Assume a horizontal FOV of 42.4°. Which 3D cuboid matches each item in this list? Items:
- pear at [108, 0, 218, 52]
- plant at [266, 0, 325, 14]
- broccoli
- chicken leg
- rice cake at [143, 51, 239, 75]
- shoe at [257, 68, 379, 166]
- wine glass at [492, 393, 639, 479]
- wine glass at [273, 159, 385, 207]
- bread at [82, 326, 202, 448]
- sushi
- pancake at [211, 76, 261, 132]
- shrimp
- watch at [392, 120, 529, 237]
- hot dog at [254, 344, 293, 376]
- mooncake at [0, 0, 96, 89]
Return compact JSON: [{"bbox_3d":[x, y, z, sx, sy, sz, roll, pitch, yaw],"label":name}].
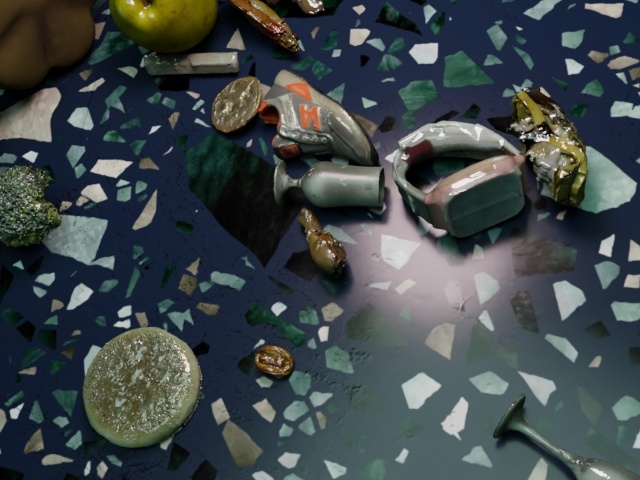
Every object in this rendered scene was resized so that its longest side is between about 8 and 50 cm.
[{"bbox_3d":[-0.377,-0.579,2.014,0.252,0.307,0.253,1,99,5],"label":"pear"},{"bbox_3d":[-0.100,-0.694,2.054,0.178,0.204,0.234,-22,55,7],"label":"plant"},{"bbox_3d":[-0.692,-0.080,1.913,0.226,0.176,0.198,13,86,10],"label":"broccoli"},{"bbox_3d":[-0.002,0.002,1.754,0.069,0.085,0.198,-46,46,17],"label":"chicken leg"},{"bbox_3d":[-0.320,-0.443,2.058,0.256,0.057,0.052,1,64,15],"label":"rice cake"},{"bbox_3d":[-0.027,-0.241,1.852,0.171,0.132,0.336,-46,61,-4],"label":"shoe"},{"bbox_3d":[0.402,0.458,1.413,0.309,0.096,0.264,35,75,25],"label":"wine glass"},{"bbox_3d":[0.022,-0.120,1.789,0.231,0.103,0.103,5,66,13],"label":"wine glass"},{"bbox_3d":[-0.377,0.303,1.722,0.267,0.040,0.267,-6,63,11],"label":"bread"},{"bbox_3d":[0.469,-0.182,1.693,0.131,0.139,0.291,-19,49,-2],"label":"sushi"},{"bbox_3d":[-0.198,-0.325,1.971,0.158,0.028,0.158,-18,55,27],"label":"pancake"},{"bbox_3d":[-0.153,-0.552,2.026,0.294,0.154,0.062,40,107,20],"label":"shrimp"},{"bbox_3d":[0.281,-0.144,1.723,0.253,0.162,0.241,-22,49,2],"label":"watch"},{"bbox_3d":[-0.096,0.246,1.679,0.083,0.035,0.058,12,72,19],"label":"hot dog"},{"bbox_3d":[-0.772,-0.617,2.034,0.262,0.467,0.467,24,73,29],"label":"mooncake"}]
